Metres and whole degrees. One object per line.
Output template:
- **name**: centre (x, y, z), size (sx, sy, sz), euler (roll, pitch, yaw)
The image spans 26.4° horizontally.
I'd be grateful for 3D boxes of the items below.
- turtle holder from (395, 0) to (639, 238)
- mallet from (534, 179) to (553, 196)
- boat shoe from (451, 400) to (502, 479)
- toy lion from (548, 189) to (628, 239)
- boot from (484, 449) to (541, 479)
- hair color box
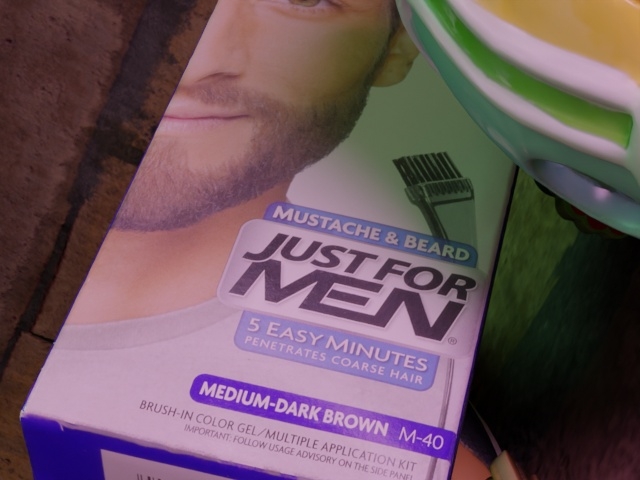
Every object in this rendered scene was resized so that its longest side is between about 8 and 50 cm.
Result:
- **turtle holder**: centre (0.138, -0.132, 0.488), size (0.320, 0.243, 0.227), euler (69, -172, -49)
- **mallet**: centre (0.199, -0.109, 0.880), size (0.190, 0.039, 0.062), euler (-60, 9, 5)
- **boat shoe**: centre (-0.004, 0.088, 0.941), size (0.186, 0.156, 0.500), euler (-32, 13, -2)
- **toy lion**: centre (0.159, -0.055, 0.760), size (0.096, 0.100, 0.034), euler (-47, 7, -11)
- **boot**: centre (0.041, 0.223, 0.506), size (0.220, 0.109, 0.283), euler (-41, 30, 16)
- **hair color box**: centre (0.000, 0.000, 0.701), size (0.110, 0.185, 0.339), euler (93, -168, -48)
